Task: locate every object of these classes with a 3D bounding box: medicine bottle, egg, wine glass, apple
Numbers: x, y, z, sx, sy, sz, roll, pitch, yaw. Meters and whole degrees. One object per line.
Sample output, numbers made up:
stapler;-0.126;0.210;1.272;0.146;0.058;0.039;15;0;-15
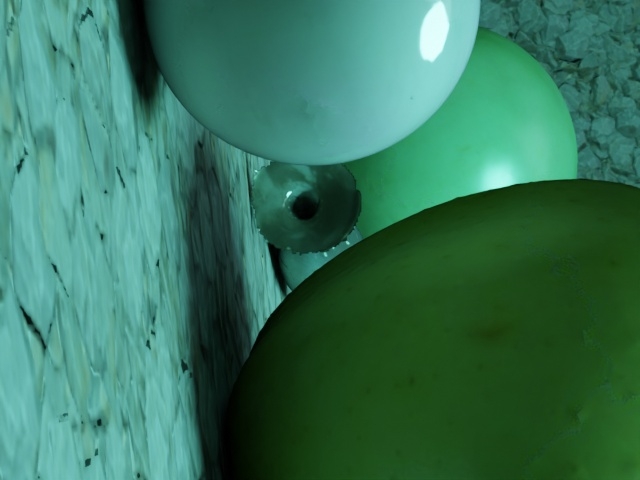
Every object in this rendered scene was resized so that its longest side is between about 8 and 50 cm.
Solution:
medicine bottle;-0.004;-0.148;0.801;0.341;0.130;0.130;-89;172;-59
egg;0.094;-0.069;1.545;0.269;0.220;0.220;-118;-160;-70
wine glass;0.000;0.000;1.160;0.198;0.066;0.066;69;15;-76
apple;0.089;0.100;0.851;0.279;0.279;0.279;-6;90;-87
